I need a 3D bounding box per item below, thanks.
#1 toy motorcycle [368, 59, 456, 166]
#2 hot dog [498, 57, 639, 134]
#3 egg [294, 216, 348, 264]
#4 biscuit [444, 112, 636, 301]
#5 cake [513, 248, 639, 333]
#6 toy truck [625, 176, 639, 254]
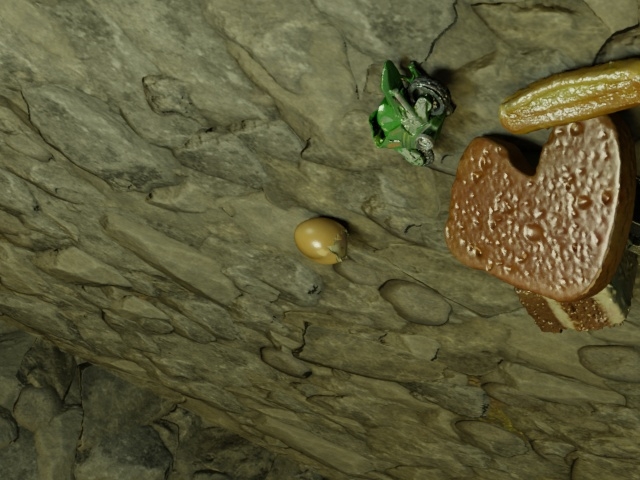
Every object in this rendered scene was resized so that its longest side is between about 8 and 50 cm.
[{"bbox_3d":[0.117,-0.166,1.350,0.106,0.074,0.190,26,154,11],"label":"toy motorcycle"},{"bbox_3d":[0.307,-0.177,1.202,0.216,0.047,0.066,-14,120,48],"label":"hot dog"},{"bbox_3d":[0.000,0.000,1.722,0.096,0.080,0.080,8,150,21],"label":"egg"},{"bbox_3d":[0.287,-0.062,1.325,0.277,0.052,0.262,20,114,45],"label":"biscuit"},{"bbox_3d":[0.381,0.053,1.482,0.147,0.135,0.134,-5,143,34],"label":"cake"},{"bbox_3d":[0.434,-0.028,1.342,0.192,0.083,0.092,24,148,-1],"label":"toy truck"}]
